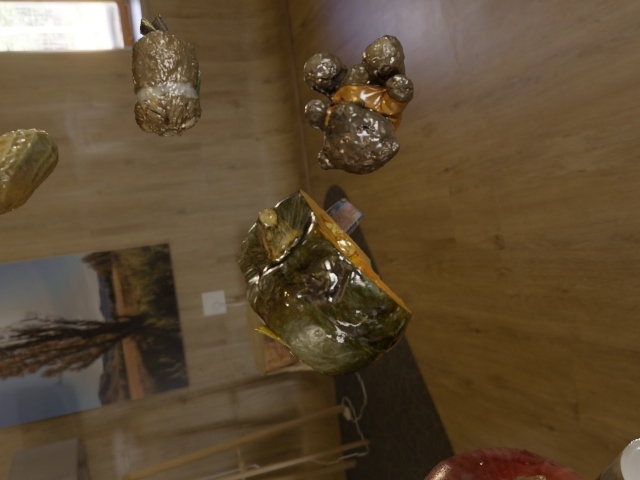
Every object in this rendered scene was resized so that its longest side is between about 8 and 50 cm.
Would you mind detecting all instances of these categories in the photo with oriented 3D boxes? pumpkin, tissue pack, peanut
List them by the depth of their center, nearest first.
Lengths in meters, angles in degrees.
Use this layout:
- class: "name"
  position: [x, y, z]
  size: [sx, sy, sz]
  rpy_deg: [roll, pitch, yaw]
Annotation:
- class: "pumpkin"
  position: [-0.016, 0.038, 0.785]
  size: [0.139, 0.222, 0.317]
  rpy_deg: [-47, 25, 11]
- class: "peanut"
  position: [-0.470, -0.107, 0.885]
  size: [0.093, 0.083, 0.194]
  rpy_deg: [51, -149, -26]
- class: "tissue pack"
  position: [0.000, 0.000, 1.049]
  size: [0.065, 0.155, 0.115]
  rpy_deg: [44, 130, 1]

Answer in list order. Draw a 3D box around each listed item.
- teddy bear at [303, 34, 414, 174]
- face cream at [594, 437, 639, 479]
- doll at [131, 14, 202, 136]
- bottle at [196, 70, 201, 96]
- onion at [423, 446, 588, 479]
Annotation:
- class: "teddy bear"
  position: [0.060, -0.186, 0.856]
  size: [0.177, 0.140, 0.190]
  rpy_deg: [-5, 63, 33]
- class: "face cream"
  position: [0.479, 0.375, 0.878]
  size: [0.214, 0.096, 0.095]
  rpy_deg: [74, 175, -55]
- class: "doll"
  position: [-0.247, -0.269, 0.930]
  size: [0.115, 0.105, 0.221]
  rpy_deg: [94, 172, -71]
- class: "bottle"
  position: [-0.236, -0.276, 1.062]
  size: [0.083, 0.030, 0.030]
  rpy_deg: [116, 141, -52]
- class: "onion"
  position: [0.289, 0.487, 0.853]
  size: [0.354, 0.354, 0.353]
  rpy_deg: [172, 90, -70]
